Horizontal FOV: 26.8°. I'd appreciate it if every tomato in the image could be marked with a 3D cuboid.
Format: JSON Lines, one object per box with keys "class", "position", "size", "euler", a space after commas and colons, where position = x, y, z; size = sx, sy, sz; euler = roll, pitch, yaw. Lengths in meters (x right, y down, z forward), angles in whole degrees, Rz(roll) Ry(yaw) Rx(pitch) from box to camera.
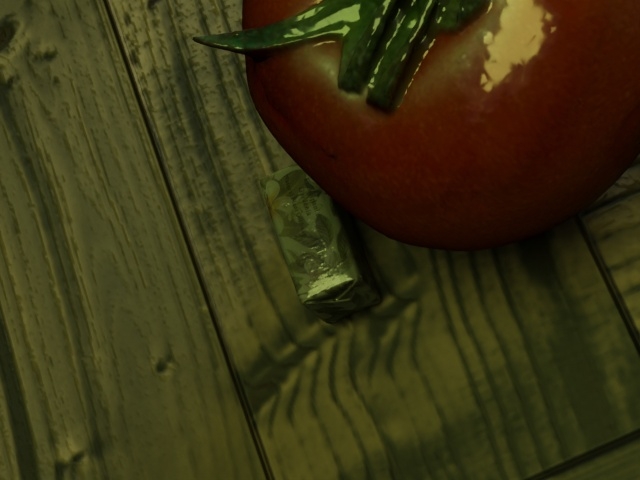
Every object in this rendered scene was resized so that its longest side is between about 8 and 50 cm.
{"class": "tomato", "position": [0.080, -0.121, 0.777], "size": [0.256, 0.224, 0.256], "euler": [-5, 77, 24]}

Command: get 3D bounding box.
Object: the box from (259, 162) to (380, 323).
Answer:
{"class": "box", "position": [0.000, 0.000, 0.867], "size": [0.045, 0.062, 0.098], "euler": [-23, 65, 11]}
